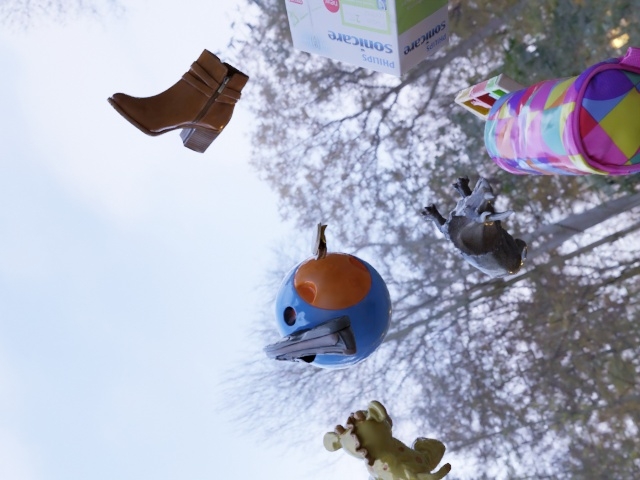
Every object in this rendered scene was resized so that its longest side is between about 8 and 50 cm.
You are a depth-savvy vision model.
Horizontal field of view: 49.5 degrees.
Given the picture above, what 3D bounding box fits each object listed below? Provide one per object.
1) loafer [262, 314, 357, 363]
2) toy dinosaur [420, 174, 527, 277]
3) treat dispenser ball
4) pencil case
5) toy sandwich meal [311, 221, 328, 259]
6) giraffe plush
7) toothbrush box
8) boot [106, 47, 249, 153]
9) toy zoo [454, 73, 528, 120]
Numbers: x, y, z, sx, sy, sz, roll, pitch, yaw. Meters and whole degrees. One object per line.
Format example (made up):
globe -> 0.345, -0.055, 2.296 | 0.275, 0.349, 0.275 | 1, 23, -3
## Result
loafer -> -0.028, 0.236, 1.510 | 0.096, 0.267, 0.084 | -22, -93, -45
toy dinosaur -> 0.260, 0.001, 1.114 | 0.313, 0.121, 0.160 | 45, -163, -47
treat dispenser ball -> 0.031, 0.171, 1.705 | 0.288, 0.288, 0.288 | 34, -139, -35
pencil case -> 0.234, -0.110, 0.652 | 0.104, 0.104, 0.236 | 55, 177, -7
toy sandwich meal -> 0.000, 0.000, 1.548 | 0.029, 0.085, 0.085 | 9, -130, -10
giraffe plush -> 0.099, 0.356, 1.166 | 0.170, 0.181, 0.210 | 48, 175, 4
toothbrush box -> 0.050, -0.386, 0.914 | 0.122, 0.206, 0.283 | -41, -41, -29
boot -> -0.308, -0.328, 1.544 | 0.283, 0.220, 0.109 | 21, -156, -38
toy zoo -> 0.432, -0.304, 1.605 | 0.192, 0.030, 0.293 | 26, 178, -11
